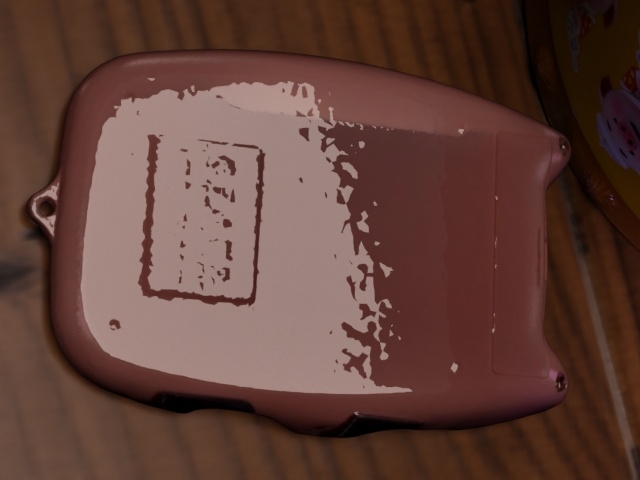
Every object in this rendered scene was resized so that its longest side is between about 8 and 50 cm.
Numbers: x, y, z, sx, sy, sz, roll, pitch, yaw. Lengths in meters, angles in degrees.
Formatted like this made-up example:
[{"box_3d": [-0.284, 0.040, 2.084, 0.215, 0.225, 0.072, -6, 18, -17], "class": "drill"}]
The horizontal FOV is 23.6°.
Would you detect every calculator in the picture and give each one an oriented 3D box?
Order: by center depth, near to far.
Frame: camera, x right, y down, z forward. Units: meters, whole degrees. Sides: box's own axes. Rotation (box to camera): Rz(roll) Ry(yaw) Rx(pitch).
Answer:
[{"box_3d": [0.000, 0.000, 0.864, 0.330, 0.048, 0.220, 6, 79, -19], "class": "calculator"}]

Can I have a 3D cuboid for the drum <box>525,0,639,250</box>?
[{"box_3d": [0.346, -0.157, 0.921, 0.431, 0.214, 0.431, 2, 84, -16], "class": "drum"}]
